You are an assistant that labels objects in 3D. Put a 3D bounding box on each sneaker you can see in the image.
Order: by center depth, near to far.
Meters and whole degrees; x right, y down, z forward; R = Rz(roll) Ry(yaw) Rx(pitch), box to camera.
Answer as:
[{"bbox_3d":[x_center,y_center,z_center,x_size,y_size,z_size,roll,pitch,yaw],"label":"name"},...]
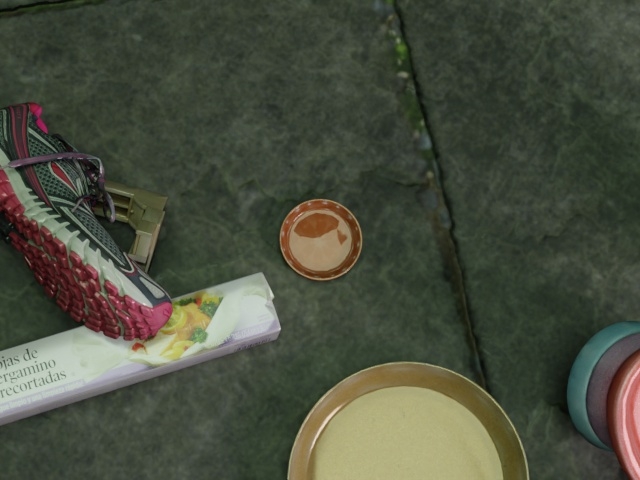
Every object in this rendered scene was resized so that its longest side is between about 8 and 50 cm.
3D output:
[{"bbox_3d":[-0.239,-0.027,1.618,0.112,0.121,0.299,-35,64,-24],"label":"sneaker"}]

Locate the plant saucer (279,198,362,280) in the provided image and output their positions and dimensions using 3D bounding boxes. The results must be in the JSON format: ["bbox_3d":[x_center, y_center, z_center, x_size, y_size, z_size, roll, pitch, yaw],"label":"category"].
[{"bbox_3d":[0.000,0.000,1.717,0.083,0.013,0.083,1,77,-5],"label":"plant saucer"}]

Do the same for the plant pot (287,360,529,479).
[{"bbox_3d":[0.084,0.236,1.663,0.236,0.032,0.236,1,78,-5],"label":"plant pot"}]

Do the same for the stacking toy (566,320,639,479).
[{"bbox_3d":[0.400,0.148,1.695,0.309,0.130,0.279,-37,110,-15],"label":"stacking toy"}]

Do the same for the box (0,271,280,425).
[{"bbox_3d":[-0.199,0.109,1.647,0.324,0.067,0.063,-17,79,-8],"label":"box"}]

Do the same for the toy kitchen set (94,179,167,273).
[{"bbox_3d":[-0.197,-0.005,1.674,0.075,0.083,0.068,15,118,-2],"label":"toy kitchen set"}]
